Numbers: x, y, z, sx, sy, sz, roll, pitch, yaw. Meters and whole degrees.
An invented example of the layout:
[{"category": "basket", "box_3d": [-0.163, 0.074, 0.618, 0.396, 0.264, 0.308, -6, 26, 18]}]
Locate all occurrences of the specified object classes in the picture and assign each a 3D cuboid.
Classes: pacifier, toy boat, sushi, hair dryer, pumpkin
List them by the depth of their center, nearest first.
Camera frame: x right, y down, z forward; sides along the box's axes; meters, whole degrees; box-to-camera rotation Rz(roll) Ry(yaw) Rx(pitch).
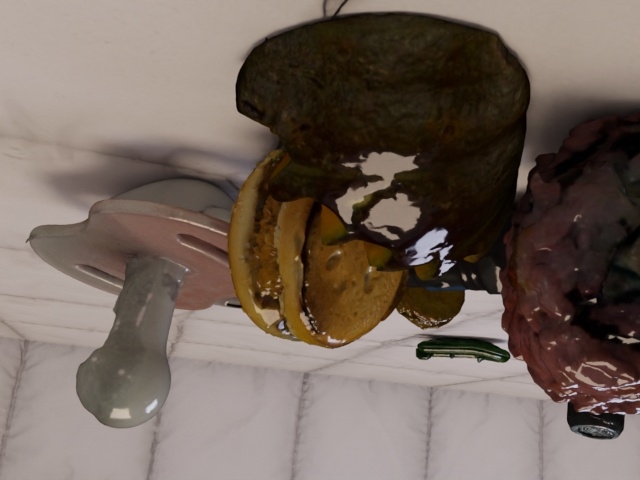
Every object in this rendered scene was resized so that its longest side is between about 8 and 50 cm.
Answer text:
[{"category": "pumpkin", "box_3d": [0.075, -0.053, 0.503, 0.254, 0.130, 0.149, 15, 162, -26]}, {"category": "sushi", "box_3d": [0.272, 0.026, 0.537, 0.270, 0.236, 0.171, 1, 154, 8]}, {"category": "pacifier", "box_3d": [-0.180, 0.045, 0.791, 0.332, 0.220, 0.273, -13, -159, 45]}, {"category": "hair dryer", "box_3d": [0.449, 0.218, 1.305, 0.107, 0.189, 0.352, -10, 145, 40]}, {"category": "toy boat", "box_3d": [0.317, 0.247, 1.630, 0.210, 0.052, 0.104, 2, 161, 17]}]

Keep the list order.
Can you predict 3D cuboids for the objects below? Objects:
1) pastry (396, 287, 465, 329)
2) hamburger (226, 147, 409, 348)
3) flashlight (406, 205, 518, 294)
[{"category": "pastry", "box_3d": [0.143, 0.067, 0.966, 0.109, 0.097, 0.057, -24, 164, -23]}, {"category": "hamburger", "box_3d": [0.004, 0.006, 0.661, 0.118, 0.181, 0.191, 14, -179, 38]}, {"category": "flashlight", "box_3d": [0.107, 0.015, 0.818, 0.424, 0.103, 0.103, -4, 162, 37]}]
